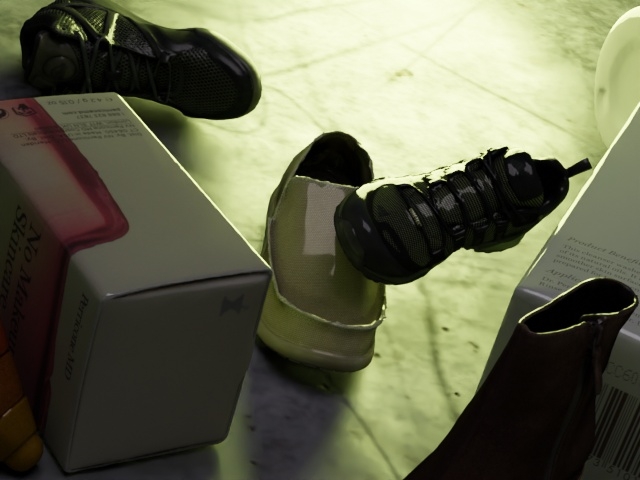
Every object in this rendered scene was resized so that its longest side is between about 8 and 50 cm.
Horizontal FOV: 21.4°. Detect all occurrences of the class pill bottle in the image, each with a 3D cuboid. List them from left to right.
[{"bbox_3d":[0.430,-0.144,1.677,0.283,0.160,0.160,2,34,-22],"label":"pill bottle"}]

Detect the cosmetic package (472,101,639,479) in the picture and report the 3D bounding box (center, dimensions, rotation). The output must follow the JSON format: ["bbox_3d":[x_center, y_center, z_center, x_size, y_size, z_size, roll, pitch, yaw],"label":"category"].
[{"bbox_3d":[0.275,0.054,1.299,0.217,0.156,0.385,25,31,14],"label":"cosmetic package"}]

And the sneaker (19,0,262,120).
[{"bbox_3d":[-0.169,-0.148,1.479,0.227,0.087,0.130,24,34,18],"label":"sneaker"}]

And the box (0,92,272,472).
[{"bbox_3d":[-0.155,0.021,1.151,0.127,0.149,0.232,-8,38,-34],"label":"box"}]

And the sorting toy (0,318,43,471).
[{"bbox_3d":[-0.272,0.150,0.971,0.126,0.127,0.365,48,36,-5],"label":"sorting toy"}]

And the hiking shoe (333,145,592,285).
[{"bbox_3d":[0.106,-0.034,1.274,0.227,0.114,0.086,-16,72,-47],"label":"hiking shoe"}]

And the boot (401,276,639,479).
[{"bbox_3d":[0.086,0.131,1.032,0.090,0.207,0.248,36,36,29],"label":"boot"}]

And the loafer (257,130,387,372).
[{"bbox_3d":[0.000,0.000,1.312,0.102,0.092,0.268,10,32,-11],"label":"loafer"}]
